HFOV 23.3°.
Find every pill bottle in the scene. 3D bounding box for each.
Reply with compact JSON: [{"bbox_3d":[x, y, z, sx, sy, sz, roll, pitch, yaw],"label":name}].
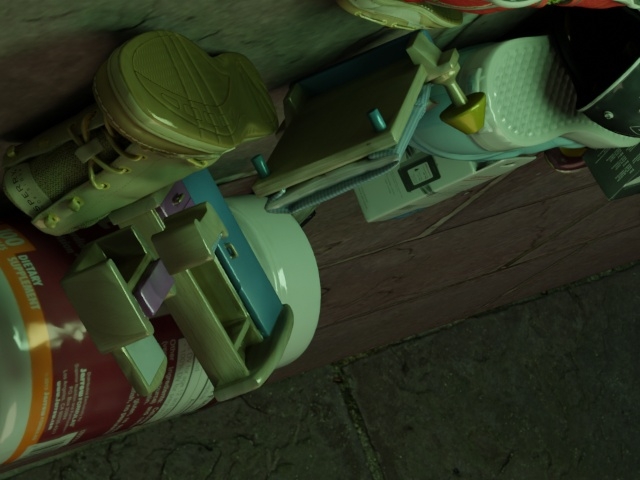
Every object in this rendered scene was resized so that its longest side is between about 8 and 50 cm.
[{"bbox_3d":[-0.201,0.071,1.497,0.392,0.224,0.224,-12,166,-43],"label":"pill bottle"}]

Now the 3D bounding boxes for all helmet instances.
[{"bbox_3d":[0.299,-0.175,1.401,0.169,0.161,0.169,-21,170,-4],"label":"helmet"}]

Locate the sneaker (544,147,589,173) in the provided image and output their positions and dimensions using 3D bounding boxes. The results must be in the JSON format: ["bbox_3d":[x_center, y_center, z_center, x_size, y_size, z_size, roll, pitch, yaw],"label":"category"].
[{"bbox_3d":[0.373,-0.150,1.992,0.185,0.069,0.084,-26,162,-11],"label":"sneaker"}]

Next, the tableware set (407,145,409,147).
[{"bbox_3d":[0.139,-0.126,1.729,0.154,0.024,0.104,-24,170,12],"label":"tableware set"}]

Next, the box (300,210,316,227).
[{"bbox_3d":[-0.055,-0.020,1.904,0.083,0.018,0.067,-17,168,-27],"label":"box"}]

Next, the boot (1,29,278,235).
[{"bbox_3d":[-0.160,-0.075,1.176,0.203,0.095,0.262,-24,179,16],"label":"boot"}]

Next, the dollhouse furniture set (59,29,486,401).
[{"bbox_3d":[0.000,0.000,1.283,0.303,0.198,0.286,-22,-160,21],"label":"dollhouse furniture set"}]

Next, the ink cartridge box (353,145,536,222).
[{"bbox_3d":[0.136,-0.082,1.716,0.180,0.060,0.104,-24,172,27],"label":"ink cartridge box"}]

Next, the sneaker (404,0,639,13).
[{"bbox_3d":[0.156,-0.218,1.154,0.279,0.107,0.118,-7,-178,-43],"label":"sneaker"}]

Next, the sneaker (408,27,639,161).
[{"bbox_3d":[0.198,-0.146,1.531,0.150,0.135,0.366,-5,180,37],"label":"sneaker"}]

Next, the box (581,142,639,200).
[{"bbox_3d":[0.493,-0.180,1.865,0.242,0.076,0.307,-14,156,-36],"label":"box"}]

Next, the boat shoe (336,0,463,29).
[{"bbox_3d":[0.061,-0.186,1.194,0.045,0.050,0.135,-24,160,33],"label":"boat shoe"}]

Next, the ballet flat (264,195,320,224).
[{"bbox_3d":[-0.048,-0.027,1.737,0.068,0.072,0.213,-21,170,-27],"label":"ballet flat"}]
